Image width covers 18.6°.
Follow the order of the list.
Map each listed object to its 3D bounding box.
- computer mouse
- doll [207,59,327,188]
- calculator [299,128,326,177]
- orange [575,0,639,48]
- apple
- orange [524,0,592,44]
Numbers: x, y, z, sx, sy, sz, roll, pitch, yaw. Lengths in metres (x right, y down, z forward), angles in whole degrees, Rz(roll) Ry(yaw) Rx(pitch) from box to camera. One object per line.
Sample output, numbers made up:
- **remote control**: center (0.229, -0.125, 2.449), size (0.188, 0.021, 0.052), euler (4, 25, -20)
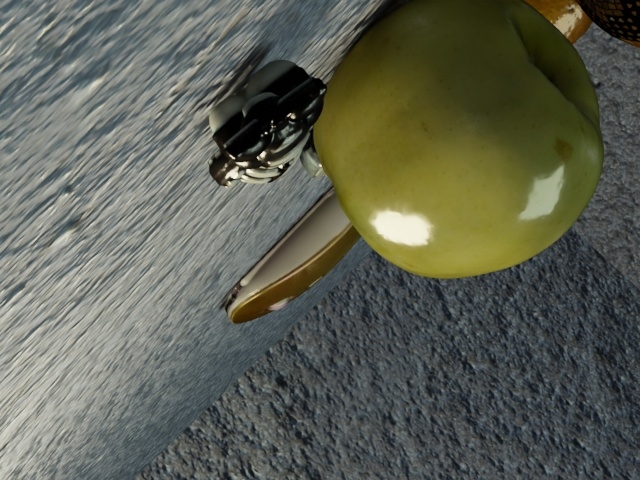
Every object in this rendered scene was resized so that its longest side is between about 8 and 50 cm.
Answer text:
- **computer mouse**: center (0.000, 0.000, 2.531), size (0.310, 0.072, 0.158), euler (-45, 173, -16)
- **doll**: center (-0.042, -0.081, 1.430), size (0.091, 0.067, 0.219), euler (-36, 180, -8)
- **calculator**: center (0.047, -0.134, 1.972), size (0.177, 0.040, 0.268), euler (-47, 176, 5)
- **orange**: center (0.296, -0.287, 1.786), size (0.182, 0.234, 0.234), euler (-16, 171, -7)
- **apple**: center (0.122, -0.096, 1.723), size (0.262, 0.262, 0.262), euler (-47, 176, -5)
- **orange**: center (0.204, -0.248, 1.950), size (0.156, 0.134, 0.157), euler (-27, -136, 29)
